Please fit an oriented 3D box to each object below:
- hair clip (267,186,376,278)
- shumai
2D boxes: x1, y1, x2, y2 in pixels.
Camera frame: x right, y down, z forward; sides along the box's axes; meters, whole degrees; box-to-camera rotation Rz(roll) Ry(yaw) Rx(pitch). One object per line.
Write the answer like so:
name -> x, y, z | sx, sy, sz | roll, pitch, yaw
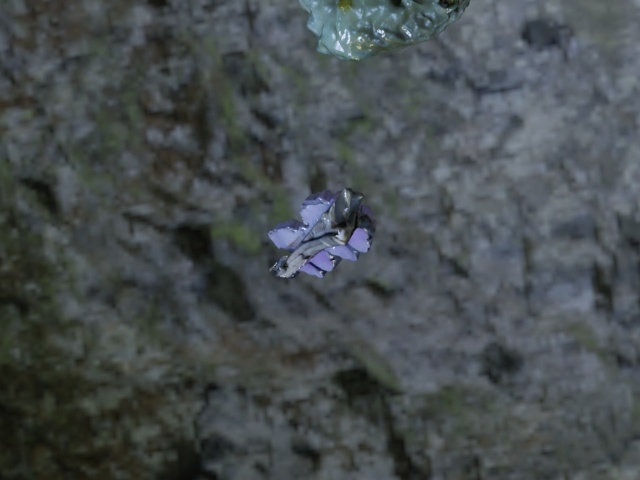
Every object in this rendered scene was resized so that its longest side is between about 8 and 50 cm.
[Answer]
hair clip -> 0.000, 0.000, 1.968 | 0.084, 0.106, 0.292 | -68, 12, -22
shumai -> 0.058, -0.279, 1.536 | 0.184, 0.184, 0.142 | -79, -26, -57
